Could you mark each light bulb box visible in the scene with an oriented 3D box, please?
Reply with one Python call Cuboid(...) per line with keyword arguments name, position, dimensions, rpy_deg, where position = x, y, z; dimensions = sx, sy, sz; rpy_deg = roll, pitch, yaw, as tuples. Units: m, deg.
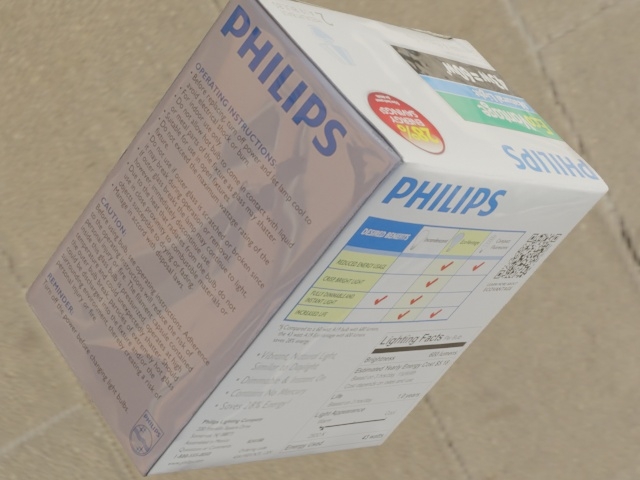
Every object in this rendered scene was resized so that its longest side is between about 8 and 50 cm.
Cuboid(name="light bulb box", position=(0.000, 0.000, 1.370), dimensions=(0.358, 0.361, 0.225), rpy_deg=(3, 42, -54))
